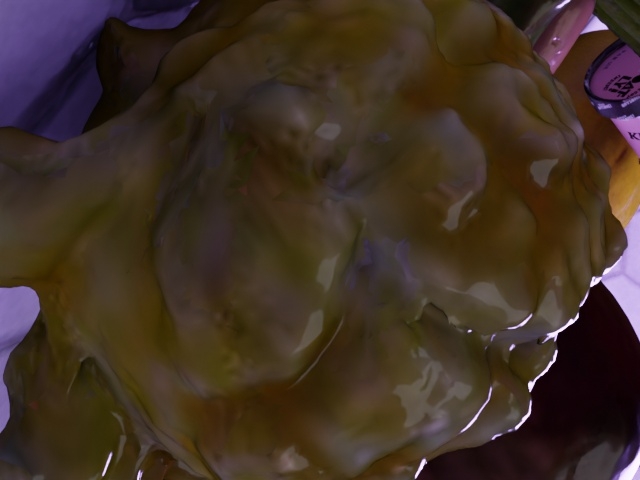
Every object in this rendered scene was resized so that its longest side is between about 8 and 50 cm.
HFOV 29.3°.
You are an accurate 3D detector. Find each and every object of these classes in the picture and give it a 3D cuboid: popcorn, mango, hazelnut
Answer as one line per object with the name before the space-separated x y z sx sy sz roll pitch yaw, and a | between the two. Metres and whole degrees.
popcorn | -0.003 0.005 0.609 0.274 0.279 0.335 66 34 -31
mango | 0.343 -0.119 1.625 0.445 0.221 0.301 -37 139 -37
hazelnut | 0.127 0.159 1.268 0.353 0.420 0.421 0 138 -32

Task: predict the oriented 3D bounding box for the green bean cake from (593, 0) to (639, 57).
green bean cake | 0.423 -0.327 1.225 0.319 0.218 0.335 -49 -179 5

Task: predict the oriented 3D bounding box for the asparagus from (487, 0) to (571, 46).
asparagus | 0.196 -0.237 1.070 0.082 0.085 0.343 31 95 -35

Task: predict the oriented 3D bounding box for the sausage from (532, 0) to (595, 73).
sausage | 0.176 -0.156 1.255 0.289 0.086 0.086 -55 167 28

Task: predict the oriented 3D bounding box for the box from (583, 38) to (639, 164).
box | 0.402 -0.163 1.425 0.151 0.135 0.151 -27 -149 18
